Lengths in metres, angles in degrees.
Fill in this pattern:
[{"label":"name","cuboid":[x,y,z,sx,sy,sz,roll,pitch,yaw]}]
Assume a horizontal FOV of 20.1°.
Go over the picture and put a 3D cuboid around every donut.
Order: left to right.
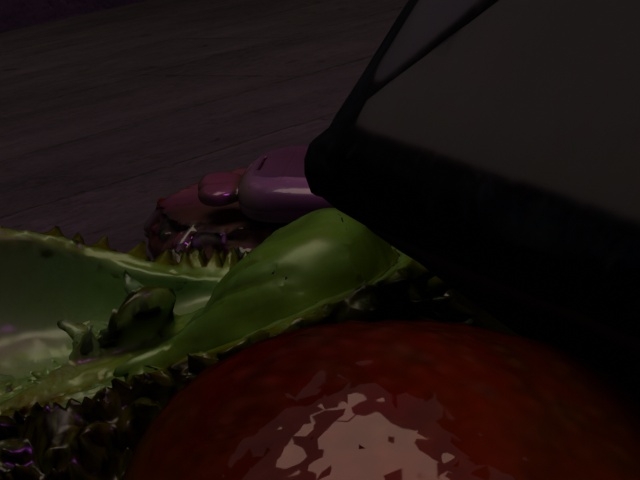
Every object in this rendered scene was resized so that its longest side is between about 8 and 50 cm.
[{"label":"donut","cuboid":[0.000,0.000,1.108,0.233,0.085,0.199,-18,18,-37]}]

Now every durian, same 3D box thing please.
[{"label":"durian","cuboid":[-0.064,0.080,0.627,0.237,0.176,0.200,-4,3,-8]}]

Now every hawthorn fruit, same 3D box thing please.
[{"label":"hawthorn fruit","cuboid":[0.042,0.121,0.407,0.226,0.196,0.196,20,25,25]}]

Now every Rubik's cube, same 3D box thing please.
[{"label":"Rubik's cube","cuboid":[0.226,-0.046,0.478,0.307,0.305,0.310,35,-4,-24]}]

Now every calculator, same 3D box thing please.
[{"label":"calculator","cuboid":[0.011,-0.033,1.020,0.166,0.024,0.103,-1,19,8]}]

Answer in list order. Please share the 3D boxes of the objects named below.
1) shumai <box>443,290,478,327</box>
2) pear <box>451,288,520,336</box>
[{"label":"shumai","cuboid":[0.068,0.033,0.972,0.083,0.082,0.080,-26,9,19]},{"label":"pear","cuboid":[0.166,-0.009,0.909,0.216,0.180,0.166,8,-34,-35]}]
